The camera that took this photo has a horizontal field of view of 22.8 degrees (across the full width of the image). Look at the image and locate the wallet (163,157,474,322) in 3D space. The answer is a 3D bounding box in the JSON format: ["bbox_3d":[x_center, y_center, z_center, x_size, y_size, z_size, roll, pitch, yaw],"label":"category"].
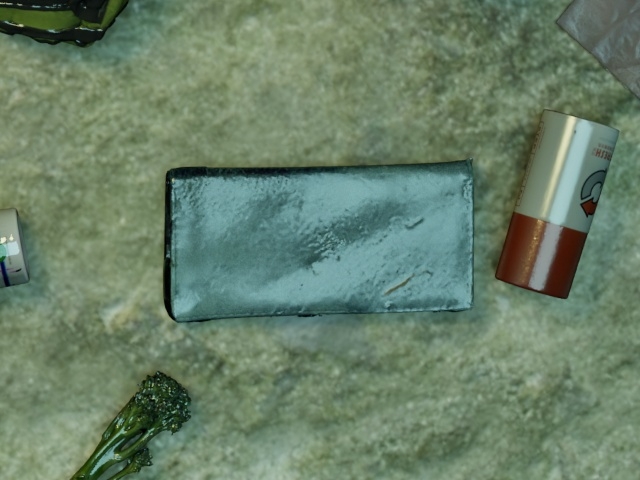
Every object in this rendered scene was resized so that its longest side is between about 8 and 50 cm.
[{"bbox_3d":[0.000,0.000,1.908,0.379,0.046,0.191,-2,97,-10],"label":"wallet"}]

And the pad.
[{"bbox_3d":[0.391,-0.251,1.963,0.188,0.006,0.113,40,88,-12],"label":"pad"}]

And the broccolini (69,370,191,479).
[{"bbox_3d":[-0.285,0.322,1.890,0.074,0.079,0.392,38,96,13],"label":"broccolini"}]

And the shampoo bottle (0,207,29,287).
[{"bbox_3d":[-0.489,0.032,1.811,0.303,0.092,0.092,-10,97,-9],"label":"shampoo bottle"}]

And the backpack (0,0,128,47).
[{"bbox_3d":[-0.322,-0.320,1.751,0.253,0.140,0.207,26,133,-9],"label":"backpack"}]

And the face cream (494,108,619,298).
[{"bbox_3d":[0.285,-0.044,1.922,0.096,0.096,0.214,16,94,-10],"label":"face cream"}]
